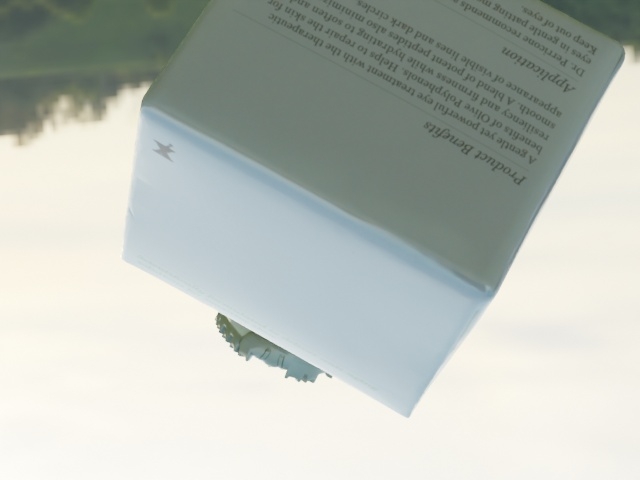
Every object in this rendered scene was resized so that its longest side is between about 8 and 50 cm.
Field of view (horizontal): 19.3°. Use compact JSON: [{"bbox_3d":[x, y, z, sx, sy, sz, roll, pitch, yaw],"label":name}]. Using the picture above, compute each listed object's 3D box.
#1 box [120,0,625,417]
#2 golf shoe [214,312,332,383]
[{"bbox_3d":[0.010,-0.023,0.517,0.101,0.087,0.102,29,154,4],"label":"box"},{"bbox_3d":[0.000,0.000,0.905,0.069,0.086,0.176,22,-152,1],"label":"golf shoe"}]
